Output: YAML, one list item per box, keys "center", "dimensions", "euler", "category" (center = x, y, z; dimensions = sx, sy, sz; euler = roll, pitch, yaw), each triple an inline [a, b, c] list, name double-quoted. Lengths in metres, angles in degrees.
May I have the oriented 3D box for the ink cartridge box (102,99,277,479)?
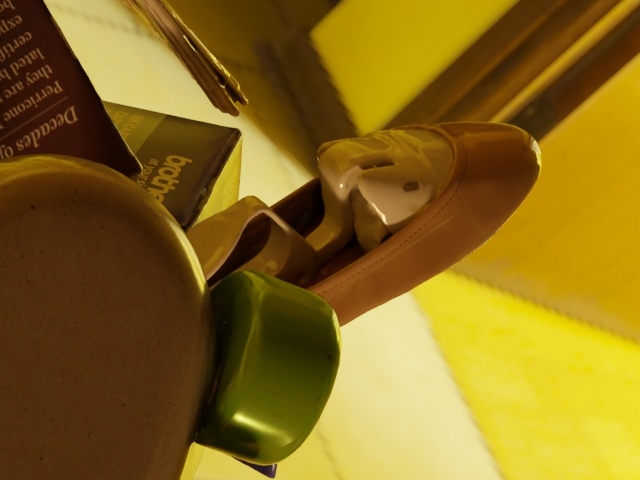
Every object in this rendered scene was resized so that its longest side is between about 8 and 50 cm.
- center: [-0.205, 0.043, 1.193]
  dimensions: [0.395, 0.270, 0.151]
  euler: [12, 31, 6]
  category: "ink cartridge box"

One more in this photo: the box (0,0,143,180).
- center: [-0.220, -0.079, 0.875]
  dimensions: [0.203, 0.167, 0.168]
  euler: [60, -15, -17]
  category: "box"

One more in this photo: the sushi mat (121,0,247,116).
- center: [-0.137, -0.175, 0.807]
  dimensions: [0.151, 0.019, 0.316]
  euler: [43, -5, 37]
  category: "sushi mat"

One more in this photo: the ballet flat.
- center: [0.000, 0.000, 0.831]
  dimensions: [0.080, 0.232, 0.073]
  euler: [40, -20, 45]
  category: "ballet flat"

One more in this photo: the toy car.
- center: [-0.112, 0.058, 0.549]
  dimensions: [0.155, 0.188, 0.149]
  euler: [22, 73, -23]
  category: "toy car"
